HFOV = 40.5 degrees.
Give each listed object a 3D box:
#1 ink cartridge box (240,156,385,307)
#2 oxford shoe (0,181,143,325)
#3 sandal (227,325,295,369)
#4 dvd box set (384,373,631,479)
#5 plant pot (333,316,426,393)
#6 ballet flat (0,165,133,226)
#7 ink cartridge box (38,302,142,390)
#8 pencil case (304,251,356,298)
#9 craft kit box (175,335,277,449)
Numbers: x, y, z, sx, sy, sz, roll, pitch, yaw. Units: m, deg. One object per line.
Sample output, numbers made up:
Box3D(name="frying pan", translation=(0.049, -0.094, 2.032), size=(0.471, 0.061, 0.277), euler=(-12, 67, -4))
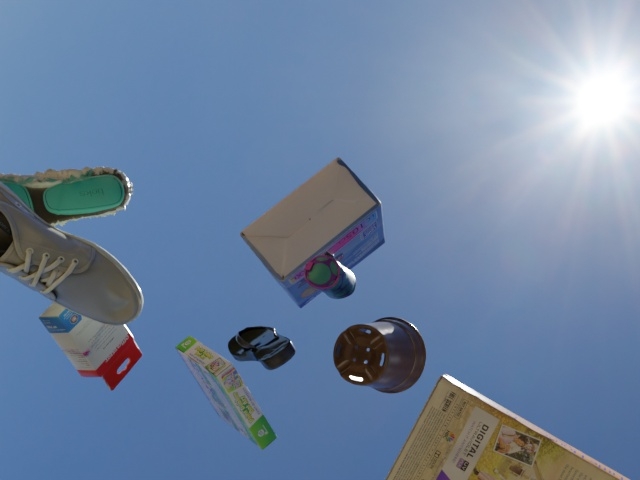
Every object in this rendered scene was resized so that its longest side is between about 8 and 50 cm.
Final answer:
Box3D(name="ink cartridge box", translation=(0.000, 0.000, 1.954), size=(0.270, 0.395, 0.151), euler=(-38, -103, -4))
Box3D(name="oxford shoe", translation=(-0.556, 0.043, 1.738), size=(0.169, 0.449, 0.130), euler=(-44, -158, 16))
Box3D(name="sandal", translation=(-0.125, 0.207, 1.795), size=(0.097, 0.054, 0.254), euler=(-38, -164, -22))
Box3D(name="dvd box set", translation=(0.305, 0.444, 1.357), size=(0.420, 0.062, 0.307), euler=(28, -83, 19))
Box3D(name="plant pot", translation=(0.116, 0.242, 1.828), size=(0.167, 0.165, 0.167), euler=(-4, -98, 27))
Box3D(name="ballet flat", translation=(-0.628, -0.090, 1.953), size=(0.147, 0.409, 0.147), euler=(175, -90, -79))
Box3D(name="ink cartridge box", translation=(-0.525, 0.221, 2.005), size=(0.078, 0.231, 0.134), euler=(-6, -147, 36))
Box3D(name="pencil case", translation=(0.018, 0.065, 1.537), size=(0.070, 0.152, 0.064), euler=(37, -91, 17))
Box3D(name="craft kit box", translation=(-0.238, 0.375, 2.160), size=(0.061, 0.249, 0.247), euler=(-36, -152, -18))
